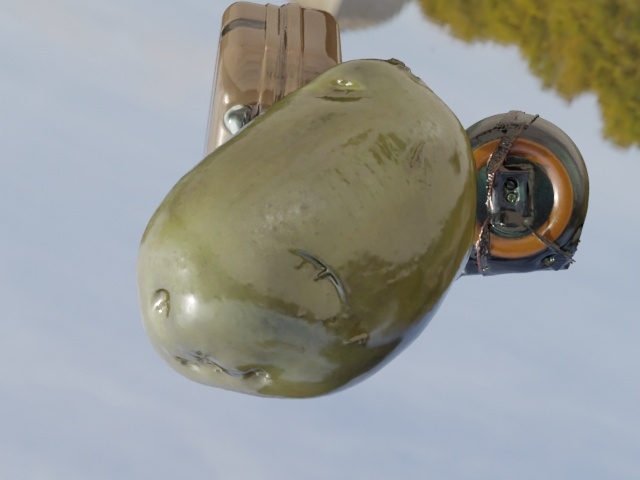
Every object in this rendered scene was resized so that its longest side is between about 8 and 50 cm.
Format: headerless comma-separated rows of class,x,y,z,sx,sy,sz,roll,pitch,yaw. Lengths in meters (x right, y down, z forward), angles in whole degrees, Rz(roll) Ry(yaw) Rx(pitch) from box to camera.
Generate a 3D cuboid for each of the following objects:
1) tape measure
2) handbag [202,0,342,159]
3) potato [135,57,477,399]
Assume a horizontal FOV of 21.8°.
tape measure,0.252,-0.057,2.181,0.202,0.223,0.135,-3,-164,9
handbag,-0.061,-0.100,1.894,0.149,0.301,0.283,7,-153,-9
potato,0.000,0.000,1.431,0.326,0.243,0.221,-36,-166,-23
